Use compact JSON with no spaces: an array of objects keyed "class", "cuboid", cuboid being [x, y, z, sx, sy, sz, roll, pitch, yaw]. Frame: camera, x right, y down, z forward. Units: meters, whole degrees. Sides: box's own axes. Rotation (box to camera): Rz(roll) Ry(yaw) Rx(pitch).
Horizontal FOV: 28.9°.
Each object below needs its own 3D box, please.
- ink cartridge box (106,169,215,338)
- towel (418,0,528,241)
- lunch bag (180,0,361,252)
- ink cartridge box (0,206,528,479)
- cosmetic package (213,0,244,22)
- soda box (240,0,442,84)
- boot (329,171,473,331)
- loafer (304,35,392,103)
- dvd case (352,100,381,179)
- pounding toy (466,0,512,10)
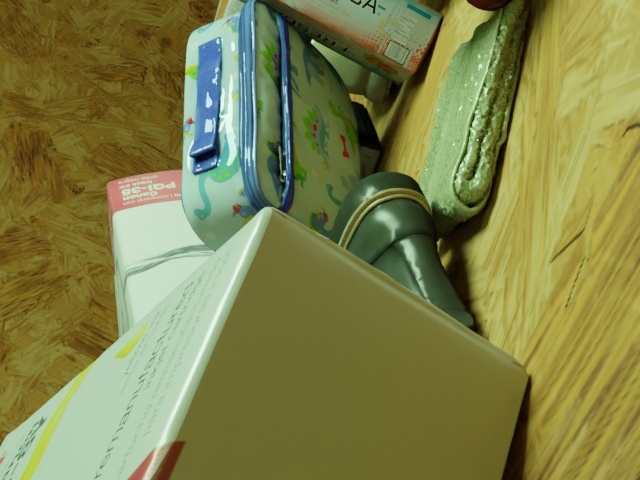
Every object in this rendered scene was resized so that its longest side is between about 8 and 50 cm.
[{"class":"ink cartridge box","cuboid":[-0.116,0.091,1.109,0.283,0.117,0.207,-115,22,-57]},{"class":"towel","cuboid":[0.093,-0.074,0.796,0.110,0.027,0.148,133,153,-71]},{"class":"lunch bag","cuboid":[-0.038,-0.075,1.015,0.090,0.176,0.219,-21,52,26]},{"class":"ink cartridge box","cuboid":[-0.097,0.198,0.644,0.384,0.160,0.279,-39,25,51]},{"class":"cosmetic package","cuboid":[-0.039,-0.335,1.618,0.453,0.161,0.230,-83,14,-48]},{"class":"soda box","cuboid":[0.006,-0.200,1.038,0.058,0.183,0.063,-63,8,-7]},{"class":"boot","cuboid":[0.035,0.077,0.764,0.137,0.076,0.198,-111,24,-49]},{"class":"loafer","cuboid":[0.029,-0.217,1.221,0.268,0.092,0.102,-95,24,-67]},{"class":"dvd case","cuboid":[0.000,0.000,1.216,0.180,0.022,0.253,-101,29,-71]},{"class":"pounding toy","cuboid":[0.120,-0.238,0.790,0.237,0.110,0.183,-45,-12,-19]}]
